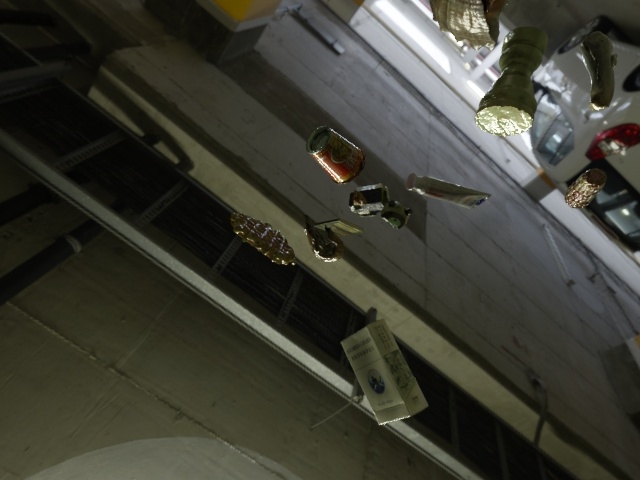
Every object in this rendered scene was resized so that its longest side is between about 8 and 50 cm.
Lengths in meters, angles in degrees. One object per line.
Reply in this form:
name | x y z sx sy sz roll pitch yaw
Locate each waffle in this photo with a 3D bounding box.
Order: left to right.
waffle | -0.226 -0.007 1.660 0.301 0.058 0.281 30 -165 -32

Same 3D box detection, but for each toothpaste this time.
toothpaste | 0.453 -0.171 1.478 0.323 0.100 0.066 12 -125 -23

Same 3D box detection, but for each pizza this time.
pizza | 0.164 -0.174 1.834 0.025 0.078 0.083 -30 -109 -37

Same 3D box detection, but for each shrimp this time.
shrimp | 0.016 0.002 1.662 0.059 0.145 0.254 -67 -30 -43

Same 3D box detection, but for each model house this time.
model house | 0.267 -0.199 2.244 0.211 0.194 0.170 -49 -49 -65

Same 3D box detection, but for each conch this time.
conch | 0.372 -0.643 1.076 0.352 0.210 0.297 -2 -95 -50

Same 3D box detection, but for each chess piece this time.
chess piece | 0.845 -0.695 1.808 0.234 0.234 0.442 28 -105 -26

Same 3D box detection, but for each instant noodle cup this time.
instant noodle cup | 0.056 -0.363 1.737 0.212 0.193 0.193 33 -148 -42

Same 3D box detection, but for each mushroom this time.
mushroom | 0.901 -0.553 1.352 0.099 0.096 0.277 6 -105 -17

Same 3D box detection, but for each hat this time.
hat | 0.217 -0.081 1.189 0.077 0.059 0.076 37 -144 18

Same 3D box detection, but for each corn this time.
corn | 0.953 -0.182 1.502 0.092 0.092 0.280 57 -171 18

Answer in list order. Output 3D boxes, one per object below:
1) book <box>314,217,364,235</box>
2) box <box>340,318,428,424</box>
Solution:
book | 0.091 -0.064 2.061 0.160 0.228 0.024 22 -104 -28
box | 0.173 0.370 1.177 0.069 0.164 0.256 -14 -111 -34
